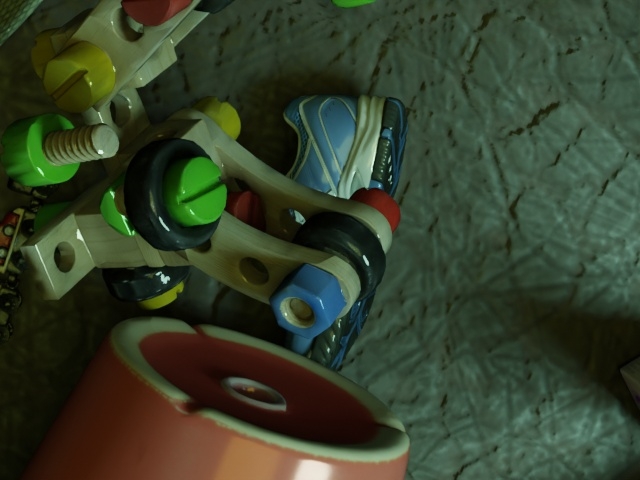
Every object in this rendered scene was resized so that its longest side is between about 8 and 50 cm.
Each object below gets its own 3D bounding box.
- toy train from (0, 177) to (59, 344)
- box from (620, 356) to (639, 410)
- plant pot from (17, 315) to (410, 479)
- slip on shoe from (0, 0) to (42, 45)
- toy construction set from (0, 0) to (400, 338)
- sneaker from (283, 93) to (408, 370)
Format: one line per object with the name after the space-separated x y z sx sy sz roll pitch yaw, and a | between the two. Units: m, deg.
-0.208 0.002 0.958 0.036 0.027 0.158 18 95 -7 | toy train
0.285 0.135 0.895 0.067 0.324 0.063 -31 105 -3 | box
-0.077 0.194 0.872 0.275 0.275 0.243 19 101 -10 | plant pot
-0.225 -0.183 0.887 0.101 0.123 0.331 41 86 -3 | slip on shoe
-0.092 -0.092 0.879 0.257 0.237 0.309 43 53 -39 | toy construction set
0.000 0.000 0.972 0.081 0.080 0.211 14 96 13 | sneaker
